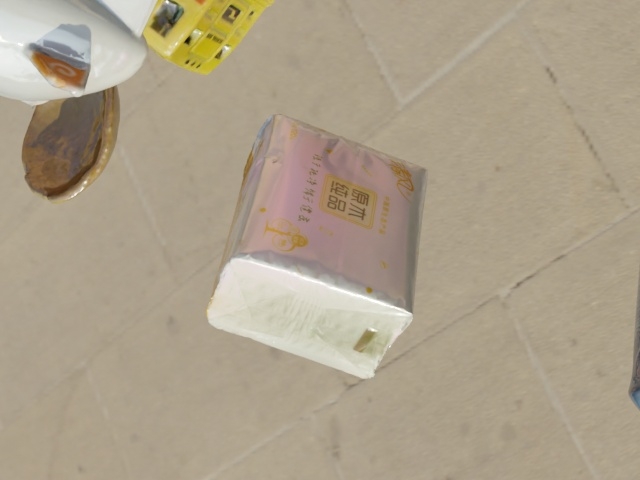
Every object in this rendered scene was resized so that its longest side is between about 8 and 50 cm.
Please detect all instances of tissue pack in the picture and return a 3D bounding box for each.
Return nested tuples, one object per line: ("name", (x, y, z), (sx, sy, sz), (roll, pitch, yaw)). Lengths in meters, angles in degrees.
("tissue pack", (0.000, 0.000, 1.205), (0.185, 0.225, 0.124), (21, 132, -9))

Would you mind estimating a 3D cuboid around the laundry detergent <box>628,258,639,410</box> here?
("laundry detergent", (0.308, 0.075, 1.035), (0.097, 0.061, 0.206), (-20, 57, 65))

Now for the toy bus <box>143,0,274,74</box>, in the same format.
("toy bus", (-0.197, -0.275, 0.975), (0.335, 0.121, 0.123), (38, 100, 12))

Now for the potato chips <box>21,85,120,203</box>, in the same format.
("potato chips", (-0.330, -0.145, 1.633), (0.195, 0.062, 0.208), (-30, 59, 28))

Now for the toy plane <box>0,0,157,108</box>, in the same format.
("toy plane", (-0.208, -0.155, 0.656), (0.245, 0.245, 0.117), (44, 118, 26))
